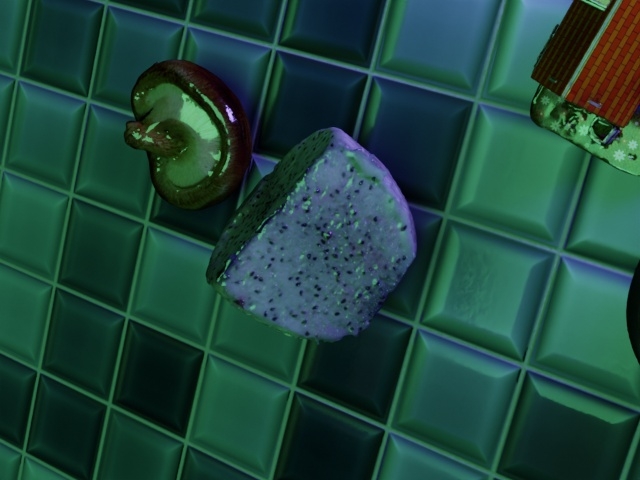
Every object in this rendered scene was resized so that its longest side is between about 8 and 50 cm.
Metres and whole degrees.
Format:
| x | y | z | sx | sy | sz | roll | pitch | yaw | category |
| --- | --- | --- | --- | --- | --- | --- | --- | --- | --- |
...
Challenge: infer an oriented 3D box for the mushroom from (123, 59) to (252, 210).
| x | y | z | sx | sy | sz | roll | pitch | yaw | category |
| --- | --- | --- | --- | --- | --- | --- | --- | --- | --- |
| -0.191 | -0.164 | 1.483 | 0.194 | 0.138 | 0.231 | -3 | 105 | 14 | mushroom |

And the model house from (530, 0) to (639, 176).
| x | y | z | sx | sy | sz | roll | pitch | yaw | category |
| --- | --- | --- | --- | --- | --- | --- | --- | --- | --- |
| 0.381 | -0.232 | 1.157 | 0.207 | 0.154 | 0.293 | 35 | 109 | 22 | model house |

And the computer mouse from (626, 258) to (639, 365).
| x | y | z | sx | sy | sz | roll | pitch | yaw | category |
| --- | --- | --- | --- | --- | --- | --- | --- | --- | --- |
| 0.423 | 0.027 | 1.155 | 0.087 | 0.168 | 0.295 | 14 | 99 | 27 | computer mouse |

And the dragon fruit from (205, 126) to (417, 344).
| x | y | z | sx | sy | sz | roll | pitch | yaw | category |
| --- | --- | --- | --- | --- | --- | --- | --- | --- | --- |
| 0.000 | 0.000 | 1.365 | 0.221 | 0.204 | 0.283 | 38 | 96 | -10 | dragon fruit |
